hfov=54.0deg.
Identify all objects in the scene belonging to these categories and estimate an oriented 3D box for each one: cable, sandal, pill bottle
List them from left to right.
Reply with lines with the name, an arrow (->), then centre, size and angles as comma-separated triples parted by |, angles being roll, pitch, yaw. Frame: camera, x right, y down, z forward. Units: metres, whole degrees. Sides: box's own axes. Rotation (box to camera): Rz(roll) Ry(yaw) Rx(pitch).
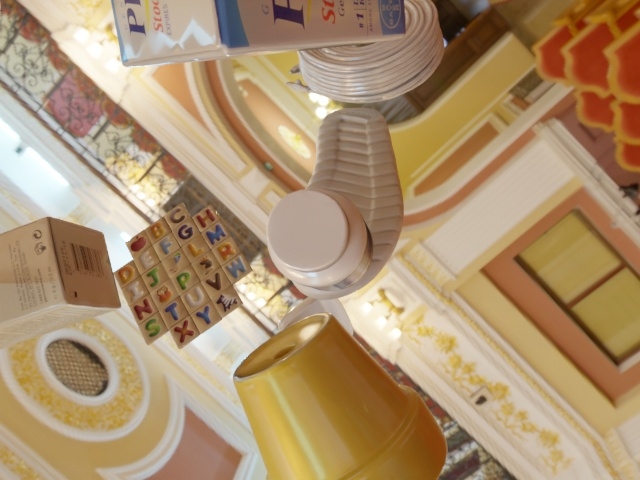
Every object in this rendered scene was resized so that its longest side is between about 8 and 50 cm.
pill bottle -> 0.000, 0.000, 0.721 | 0.112, 0.112, 0.187 | 50, -178, 10
sandal -> 0.055, -0.060, 1.001 | 0.102, 0.169, 0.416 | 77, -161, -46
cable -> 0.085, -0.346, 1.102 | 0.257, 0.257, 0.089 | 26, 153, 34

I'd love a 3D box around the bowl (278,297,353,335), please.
bowl -> -0.015, 0.175, 1.277 | 0.053, 0.142, 0.142 | 38, 159, 54

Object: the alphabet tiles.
alphabet tiles -> -0.321, 0.071, 1.443 | 0.342, 0.285, 0.011 | 53, 177, 33

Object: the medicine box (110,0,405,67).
medicine box -> -0.057, -0.315, 0.599 | 0.289, 0.149, 0.263 | -26, -63, -48

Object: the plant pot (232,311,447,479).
plant pot -> 0.007, 0.242, 0.869 | 0.239, 0.254, 0.254 | 58, -163, -7

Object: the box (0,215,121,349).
box -> -0.456, 0.082, 0.862 | 0.148, 0.311, 0.121 | 42, -149, -77
